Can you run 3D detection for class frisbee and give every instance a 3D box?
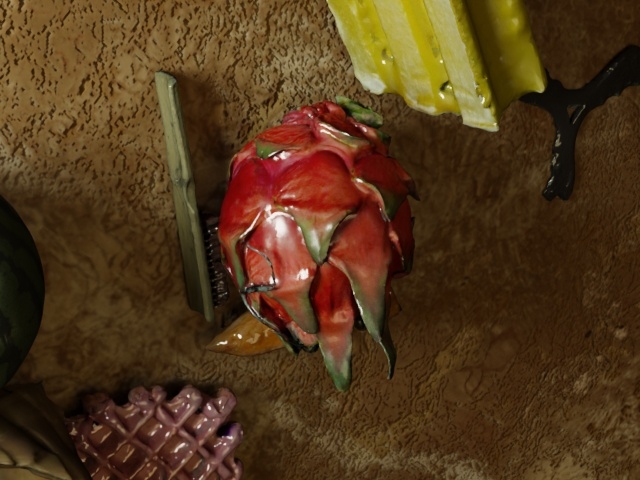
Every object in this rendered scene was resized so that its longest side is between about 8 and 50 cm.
[{"bbox_3d":[0.286,-0.131,1.310,0.211,0.012,0.187,-13,118,-29],"label":"frisbee"}]

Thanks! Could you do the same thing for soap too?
[{"bbox_3d":[0.071,-0.258,1.001,0.091,0.199,0.315,-38,125,-21],"label":"soap"}]

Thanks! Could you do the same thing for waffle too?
[{"bbox_3d":[-0.178,0.247,1.157,0.221,0.055,0.234,-2,114,-30],"label":"waffle"}]

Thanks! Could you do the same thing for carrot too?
[{"bbox_3d":[-0.021,0.077,1.172,0.205,0.072,0.072,-19,120,-22],"label":"carrot"}]

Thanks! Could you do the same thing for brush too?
[{"bbox_3d":[-0.117,-0.040,1.076,0.036,0.043,0.248,-24,122,-30],"label":"brush"}]

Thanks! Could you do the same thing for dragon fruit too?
[{"bbox_3d":[0.000,0.000,1.067,0.193,0.192,0.274,3,87,-7],"label":"dragon fruit"}]

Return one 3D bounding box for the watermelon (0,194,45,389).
[{"bbox_3d":[-0.314,0.039,0.881,0.212,0.212,0.212,-14,118,-27],"label":"watermelon"}]

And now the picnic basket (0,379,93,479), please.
[{"bbox_3d":[-0.313,0.295,0.910,0.337,0.337,0.293,-9,118,-29],"label":"picnic basket"}]
